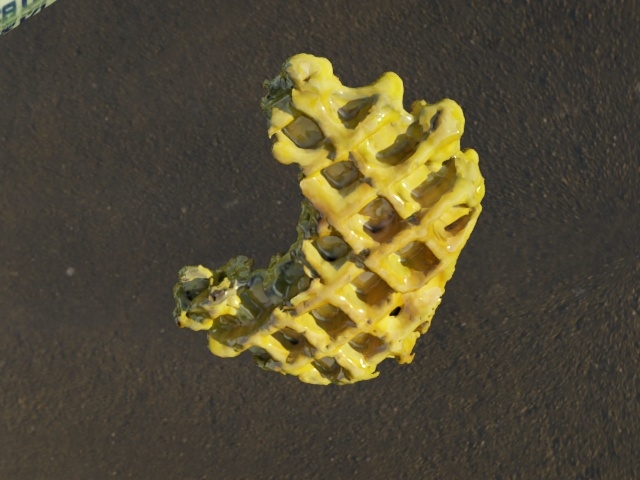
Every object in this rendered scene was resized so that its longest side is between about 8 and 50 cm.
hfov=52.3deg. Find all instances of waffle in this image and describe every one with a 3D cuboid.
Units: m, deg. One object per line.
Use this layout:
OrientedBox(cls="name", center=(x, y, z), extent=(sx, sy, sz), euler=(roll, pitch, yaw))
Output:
OrientedBox(cls="waffle", center=(0.000, 0.002, 0.348), extent=(0.148, 0.051, 0.194), euler=(15, 124, -4))

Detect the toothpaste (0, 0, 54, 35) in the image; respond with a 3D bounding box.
OrientedBox(cls="toothpaste", center=(-0.237, -0.110, 0.366), extent=(0.048, 0.297, 0.075), euler=(37, 149, 1))
